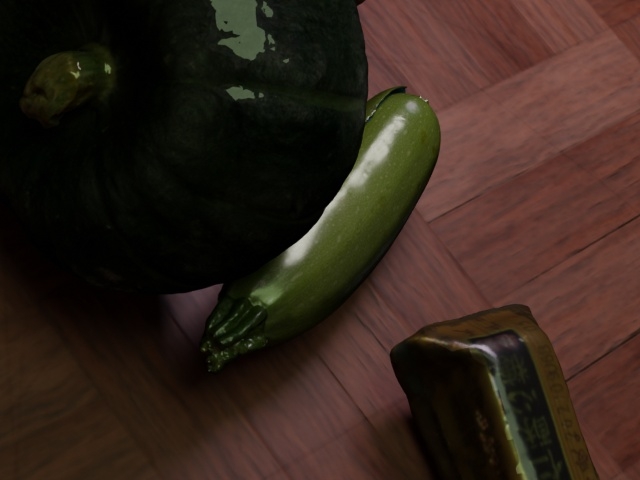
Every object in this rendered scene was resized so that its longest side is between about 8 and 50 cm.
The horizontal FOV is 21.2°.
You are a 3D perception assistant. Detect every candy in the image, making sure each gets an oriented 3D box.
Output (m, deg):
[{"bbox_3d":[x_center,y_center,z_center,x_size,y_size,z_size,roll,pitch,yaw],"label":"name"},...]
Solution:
[{"bbox_3d":[0.143,0.178,1.221,0.143,0.101,0.271,-7,68,-37],"label":"candy"}]

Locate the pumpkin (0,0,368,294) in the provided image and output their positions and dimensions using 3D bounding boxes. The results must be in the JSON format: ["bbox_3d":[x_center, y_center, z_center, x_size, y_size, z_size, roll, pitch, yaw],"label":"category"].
[{"bbox_3d":[-0.113,-0.113,1.158,0.207,0.300,0.300,4,54,-52],"label":"pumpkin"}]

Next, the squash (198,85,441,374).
[{"bbox_3d":[0.000,0.000,1.272,0.094,0.094,0.341,37,48,1],"label":"squash"}]

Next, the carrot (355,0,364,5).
[{"bbox_3d":[-0.073,-0.301,1.418,0.302,0.138,0.139,38,49,11],"label":"carrot"}]
